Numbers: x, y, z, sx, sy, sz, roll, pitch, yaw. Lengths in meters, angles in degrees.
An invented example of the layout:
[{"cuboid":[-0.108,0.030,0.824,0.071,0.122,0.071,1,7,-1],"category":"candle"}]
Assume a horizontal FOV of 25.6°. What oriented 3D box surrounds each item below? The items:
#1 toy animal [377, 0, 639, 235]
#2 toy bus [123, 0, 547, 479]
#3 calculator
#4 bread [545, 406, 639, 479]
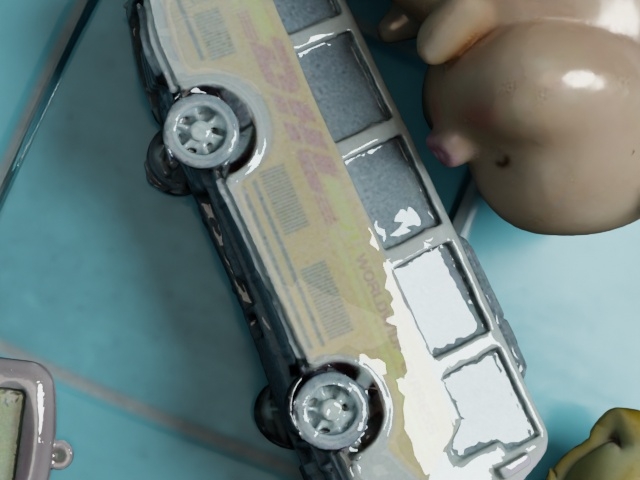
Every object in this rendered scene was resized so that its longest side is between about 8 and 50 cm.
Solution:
[{"cuboid":[0.108,-0.116,0.741,0.154,0.166,0.250,-27,101,7],"category":"toy animal"},{"cuboid":[0.000,0.000,0.774,0.138,0.097,0.342,-25,88,-16],"category":"toy bus"},{"cuboid":[-0.221,0.107,0.761,0.175,0.032,0.100,7,84,-8],"category":"calculator"},{"cuboid":[0.227,0.177,0.799,0.225,0.081,0.134,14,78,-5],"category":"bread"}]
